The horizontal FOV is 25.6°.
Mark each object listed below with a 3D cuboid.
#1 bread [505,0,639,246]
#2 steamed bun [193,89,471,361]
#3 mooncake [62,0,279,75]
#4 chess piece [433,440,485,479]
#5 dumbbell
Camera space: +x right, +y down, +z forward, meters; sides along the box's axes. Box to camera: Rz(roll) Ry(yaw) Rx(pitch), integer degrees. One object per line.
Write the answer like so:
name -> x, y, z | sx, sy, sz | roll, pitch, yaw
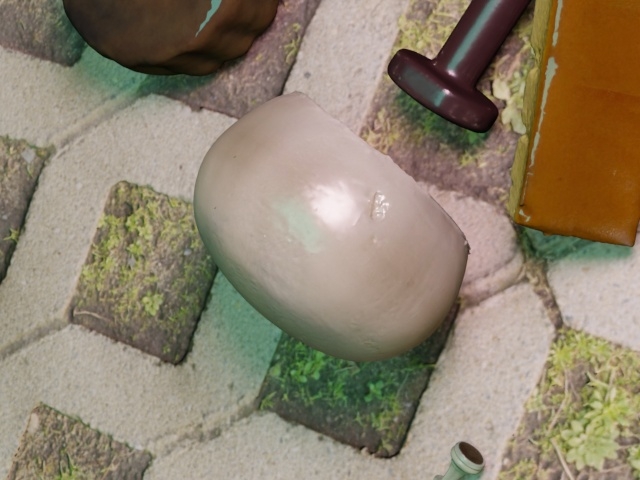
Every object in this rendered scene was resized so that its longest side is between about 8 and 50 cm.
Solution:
bread -> 0.284, -0.179, 1.459 | 0.138, 0.077, 0.361 | 4, 103, -13
steamed bun -> 0.000, 0.000, 1.533 | 0.206, 0.324, 0.324 | -47, 65, -4
mooncake -> -0.178, -0.344, 1.743 | 0.290, 0.161, 0.290 | 0, 90, 29
chess piece -> 0.146, 0.274, 1.604 | 0.042, 0.042, 0.093 | 46, 116, 23
dumbbell -> 0.183, -0.239, 1.549 | 0.140, 0.124, 0.225 | 39, 107, 24
